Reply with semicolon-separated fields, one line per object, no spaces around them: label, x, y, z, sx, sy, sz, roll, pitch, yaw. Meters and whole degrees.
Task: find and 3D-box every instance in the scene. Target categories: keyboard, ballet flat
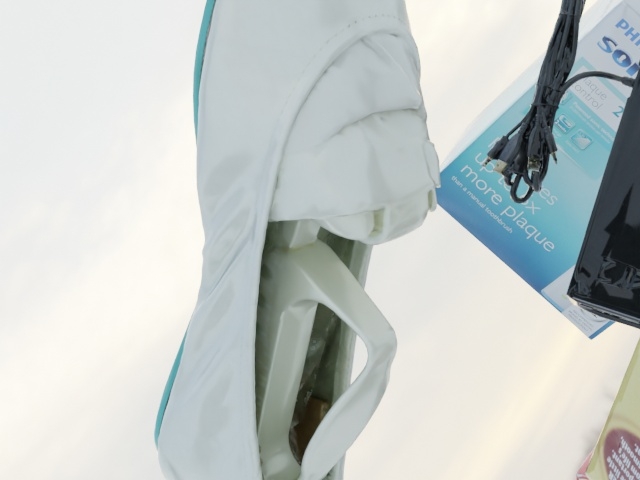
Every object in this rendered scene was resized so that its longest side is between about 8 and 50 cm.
keyboard;0.234;-0.100;1.181;0.033;0.201;0.317;79;-150;-82
ballet flat;0.000;0.000;0.939;0.139;0.139;0.400;-40;-32;-54

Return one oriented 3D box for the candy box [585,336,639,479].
candy box;0.247;0.006;0.734;0.183;0.087;0.316;-10;-44;-24

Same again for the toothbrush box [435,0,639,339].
toothbrush box;0.270;-0.082;1.517;0.295;0.216;0.126;-43;7;43

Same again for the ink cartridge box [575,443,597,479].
ink cartridge box;0.239;0.119;0.999;0.198;0.115;0.067;-41;-47;-49
